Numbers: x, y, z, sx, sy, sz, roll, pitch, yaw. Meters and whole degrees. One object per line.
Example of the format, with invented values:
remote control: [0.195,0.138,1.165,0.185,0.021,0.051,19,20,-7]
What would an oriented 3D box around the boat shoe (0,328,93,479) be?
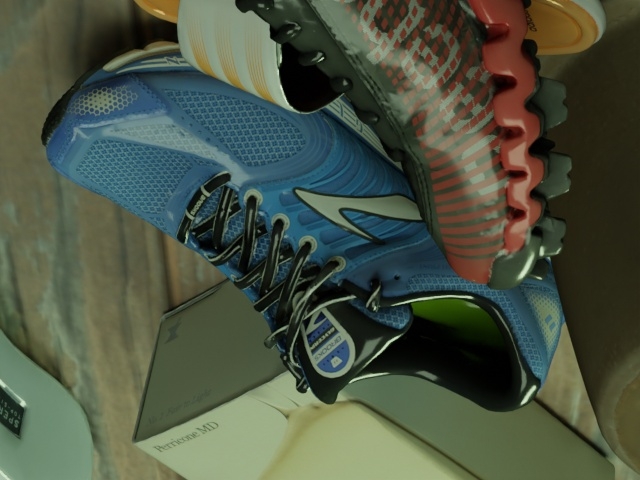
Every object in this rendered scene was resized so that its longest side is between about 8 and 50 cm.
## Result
boat shoe: [-0.294,0.081,1.096,0.156,0.136,0.367,-4,147,19]

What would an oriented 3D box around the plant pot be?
plant pot: [0.216,-0.002,0.814,0.263,0.229,0.263,5,138,4]

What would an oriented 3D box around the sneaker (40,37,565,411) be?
sneaker: [0.000,0.000,0.919,0.330,0.147,0.130,22,137,-13]

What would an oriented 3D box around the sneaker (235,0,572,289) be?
sneaker: [0.026,-0.099,0.692,0.135,0.097,0.276,-15,112,2]

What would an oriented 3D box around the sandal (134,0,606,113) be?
sandal: [0.003,-0.104,0.801,0.265,0.076,0.102,9,159,28]

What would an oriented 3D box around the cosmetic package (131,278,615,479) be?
cosmetic package: [0.045,0.143,1.102,0.160,0.113,0.309,-29,127,36]
